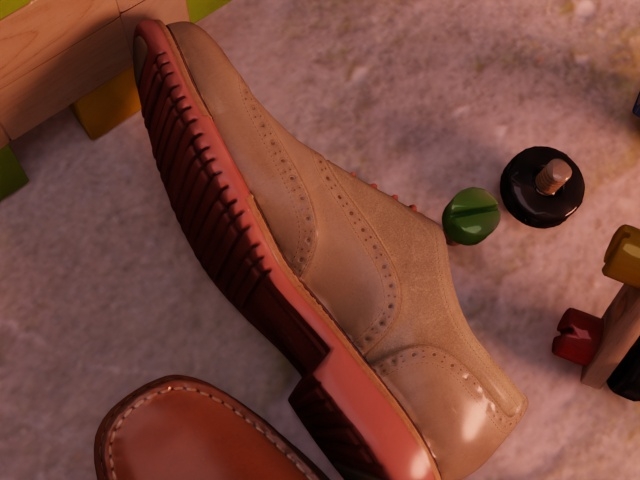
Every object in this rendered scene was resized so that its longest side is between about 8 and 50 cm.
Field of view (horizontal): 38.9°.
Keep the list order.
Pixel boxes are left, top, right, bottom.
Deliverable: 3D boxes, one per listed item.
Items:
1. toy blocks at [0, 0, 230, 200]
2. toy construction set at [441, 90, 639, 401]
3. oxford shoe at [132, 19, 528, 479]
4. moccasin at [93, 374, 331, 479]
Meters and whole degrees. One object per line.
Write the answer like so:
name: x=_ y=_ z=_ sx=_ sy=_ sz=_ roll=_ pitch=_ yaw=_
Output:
toy blocks: x=-0.280 y=-0.172 z=0.579 sx=0.381 sy=0.191 sz=0.261 roll=-37 pitch=69 yaw=-17
toy construction set: x=0.281 y=-0.003 z=0.545 sx=0.257 sy=0.237 sz=0.309 roll=-39 pitch=81 yaw=-17
oxford shoe: x=0.000 y=0.000 z=0.579 sx=0.130 sy=0.123 sz=0.348 roll=-30 pitch=88 yaw=-20
moccasin: x=0.002 y=0.238 z=0.479 sx=0.139 sy=0.147 sz=0.380 roll=-27 pitch=78 yaw=-14
